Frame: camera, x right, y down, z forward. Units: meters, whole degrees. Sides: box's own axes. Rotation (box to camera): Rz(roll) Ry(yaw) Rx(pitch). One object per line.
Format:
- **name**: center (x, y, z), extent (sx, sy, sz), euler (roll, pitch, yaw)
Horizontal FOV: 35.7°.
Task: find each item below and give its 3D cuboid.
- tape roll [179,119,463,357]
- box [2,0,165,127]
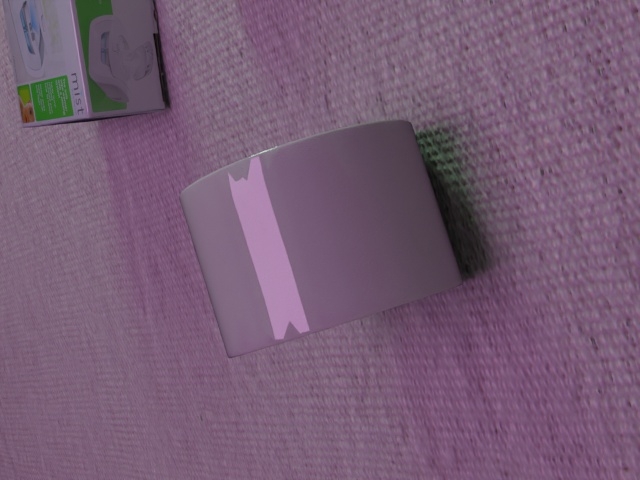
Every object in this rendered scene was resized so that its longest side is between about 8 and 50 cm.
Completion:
- **tape roll**: center (0.000, 0.000, 0.977), extent (0.246, 0.246, 0.169), euler (-24, 83, 51)
- **box**: center (-0.338, -0.298, 1.397), extent (0.231, 0.126, 0.262), euler (5, 104, 52)
